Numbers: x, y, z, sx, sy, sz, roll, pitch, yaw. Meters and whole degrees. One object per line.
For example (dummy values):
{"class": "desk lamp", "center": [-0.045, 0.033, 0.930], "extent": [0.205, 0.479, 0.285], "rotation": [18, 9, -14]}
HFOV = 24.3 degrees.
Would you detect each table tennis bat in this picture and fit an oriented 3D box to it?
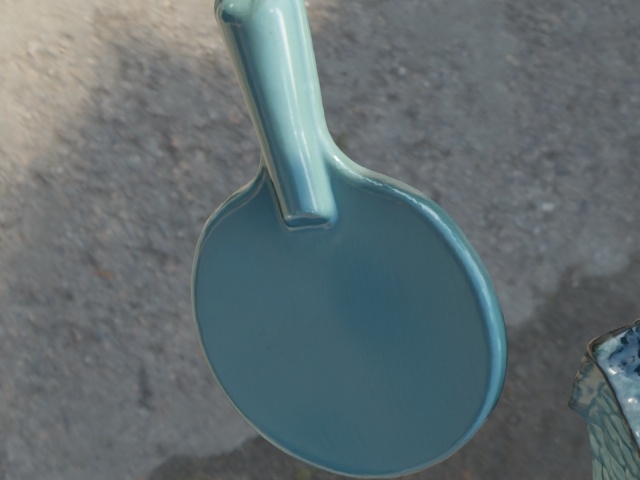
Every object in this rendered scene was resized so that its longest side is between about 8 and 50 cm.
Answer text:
{"class": "table tennis bat", "center": [0.000, 0.000, 0.650], "extent": [0.038, 0.149, 0.237], "rotation": [-46, 126, -54]}

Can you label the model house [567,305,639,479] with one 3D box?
{"class": "model house", "center": [0.322, 0.102, 0.972], "extent": [0.261, 0.226, 0.241], "rotation": [-26, 129, -7]}
